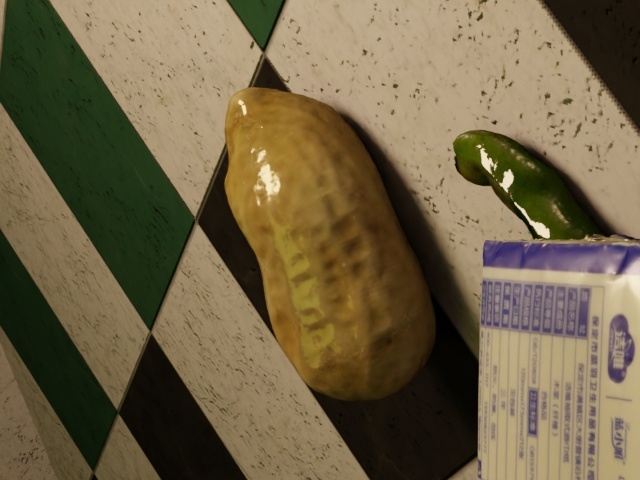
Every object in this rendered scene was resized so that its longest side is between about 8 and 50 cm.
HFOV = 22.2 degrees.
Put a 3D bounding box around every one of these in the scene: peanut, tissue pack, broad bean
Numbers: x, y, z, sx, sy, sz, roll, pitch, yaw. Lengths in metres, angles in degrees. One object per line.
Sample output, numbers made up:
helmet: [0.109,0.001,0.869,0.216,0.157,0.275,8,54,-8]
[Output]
peanut: [0.000,0.000,1.231,0.253,0.122,0.137,67,165,-10]
tissue pack: [0.182,0.130,0.859,0.209,0.137,0.269,-2,88,60]
broad bean: [0.141,-0.013,1.015,0.195,0.046,0.061,49,167,36]
